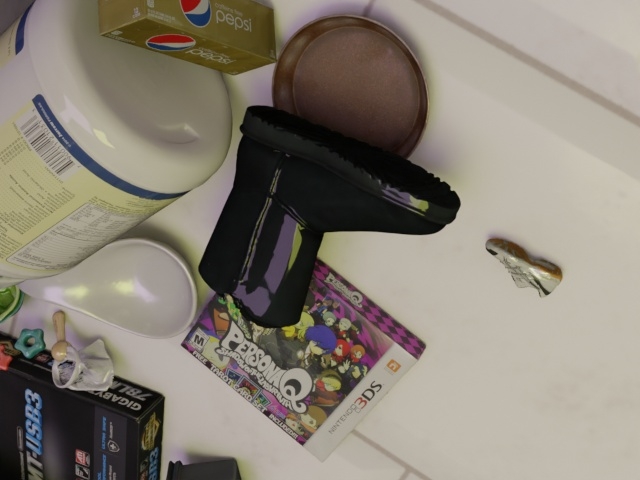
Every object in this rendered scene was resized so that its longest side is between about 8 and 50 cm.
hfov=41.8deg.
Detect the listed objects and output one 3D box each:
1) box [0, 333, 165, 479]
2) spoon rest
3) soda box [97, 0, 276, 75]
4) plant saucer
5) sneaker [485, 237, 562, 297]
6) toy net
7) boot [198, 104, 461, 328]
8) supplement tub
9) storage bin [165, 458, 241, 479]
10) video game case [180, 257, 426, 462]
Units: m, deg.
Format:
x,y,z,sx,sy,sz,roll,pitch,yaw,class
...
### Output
x,y,z,sx,sy,sz,roll,pitch,yaw,class
-0.373,0.308,1.218,0.293,0.073,0.295,17,118,16,box
-0.276,0.051,1.045,0.276,0.084,0.137,8,116,22,spoon rest
-0.120,-0.207,0.790,0.061,0.181,0.058,-8,84,35,soda box
0.032,-0.145,0.845,0.168,0.029,0.168,10,116,21,plant saucer
0.200,0.029,0.846,0.083,0.032,0.037,30,122,10,sneaker
-0.384,0.142,1.122,0.232,0.122,0.045,30,166,17,toy net
0.000,0.000,0.844,0.246,0.094,0.207,25,114,20,boot
-0.279,-0.099,0.885,0.325,0.235,0.235,-28,99,32,supplement tub
-0.146,0.357,1.131,0.091,0.098,0.135,-11,110,-1,storage bin
-0.027,0.124,0.989,0.232,0.042,0.210,39,122,4,video game case
